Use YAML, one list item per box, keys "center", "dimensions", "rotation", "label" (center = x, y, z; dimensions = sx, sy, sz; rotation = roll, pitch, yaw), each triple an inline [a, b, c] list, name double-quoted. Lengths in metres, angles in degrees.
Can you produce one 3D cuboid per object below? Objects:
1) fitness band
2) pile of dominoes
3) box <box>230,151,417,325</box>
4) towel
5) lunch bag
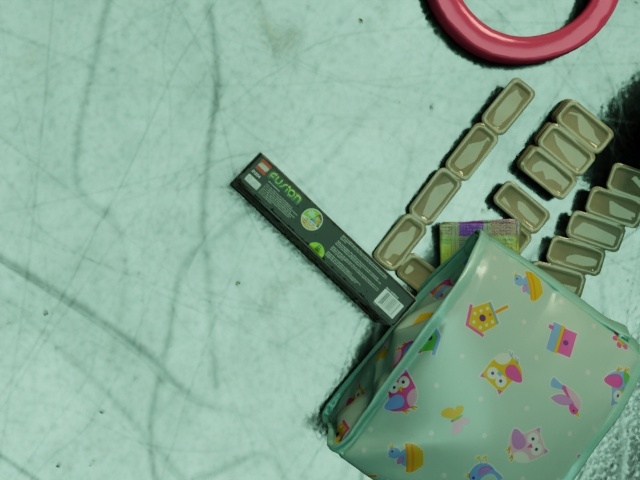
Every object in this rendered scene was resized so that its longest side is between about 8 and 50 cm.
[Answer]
- center: [0.197, -0.323, 1.735]
  dimensions: [0.209, 0.054, 0.291]
  rotation: [-10, 89, -3]
  label: "fitness band"
- center: [0.204, -0.024, 1.748]
  dimensions: [0.196, 0.040, 0.251]
  rotation: [39, 94, -5]
  label: "pile of dominoes"
- center: [0.000, 0.000, 1.676]
  dimensions: [0.207, 0.114, 0.036]
  rotation: [43, 85, -4]
  label: "box"
- center: [0.161, 0.009, 1.725]
  dimensions: [0.083, 0.009, 0.060]
  rotation: [-2, 96, 0]
  label: "towel"
- center: [0.162, 0.146, 1.666]
  dimensions: [0.223, 0.160, 0.262]
  rotation: [36, 93, -7]
  label: "lunch bag"
